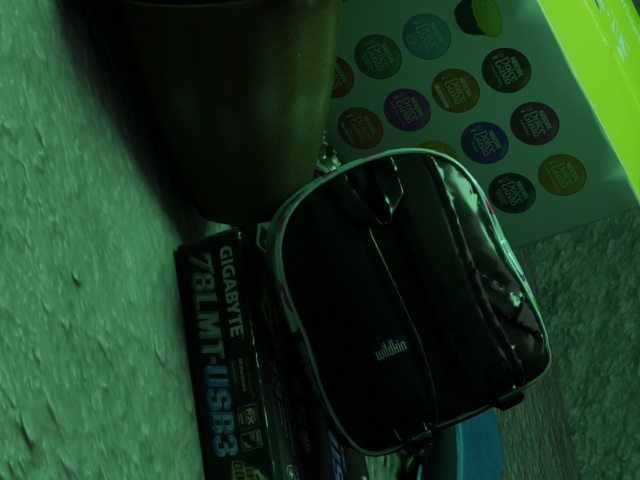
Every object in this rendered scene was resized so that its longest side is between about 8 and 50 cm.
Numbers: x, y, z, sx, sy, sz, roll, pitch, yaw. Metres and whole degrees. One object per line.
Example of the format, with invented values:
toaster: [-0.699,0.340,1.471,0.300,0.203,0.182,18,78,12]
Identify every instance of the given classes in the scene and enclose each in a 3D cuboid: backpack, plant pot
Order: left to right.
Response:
plant pot: [-0.075,-0.140,1.487,0.215,0.215,0.231,-73,159,-65]
backpack: [0.069,0.045,1.460,0.191,0.225,0.254,-160,-134,-81]

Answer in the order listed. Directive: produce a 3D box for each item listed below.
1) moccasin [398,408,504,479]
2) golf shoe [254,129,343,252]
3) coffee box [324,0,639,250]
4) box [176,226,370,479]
moccasin: [0.149,0.287,1.985,0.138,0.116,0.342,54,25,-20]
golf shoe: [0.000,0.000,1.664,0.273,0.120,0.105,62,4,-5]
coffee box: [0.159,-0.205,1.782,0.338,0.334,0.338,59,29,-22]
box: [-0.032,0.172,1.515,0.293,0.073,0.296,42,34,-61]
